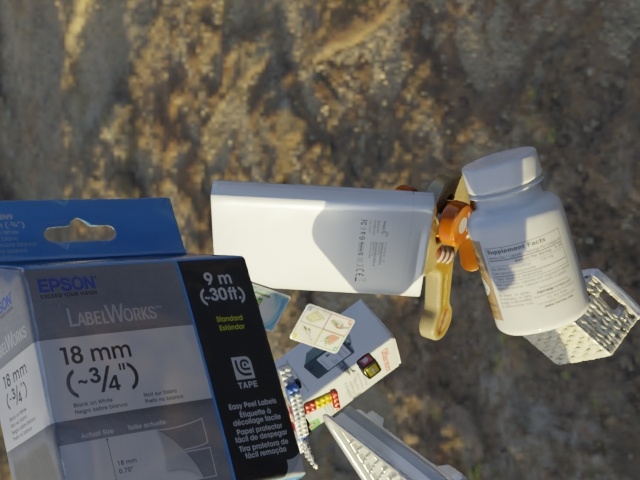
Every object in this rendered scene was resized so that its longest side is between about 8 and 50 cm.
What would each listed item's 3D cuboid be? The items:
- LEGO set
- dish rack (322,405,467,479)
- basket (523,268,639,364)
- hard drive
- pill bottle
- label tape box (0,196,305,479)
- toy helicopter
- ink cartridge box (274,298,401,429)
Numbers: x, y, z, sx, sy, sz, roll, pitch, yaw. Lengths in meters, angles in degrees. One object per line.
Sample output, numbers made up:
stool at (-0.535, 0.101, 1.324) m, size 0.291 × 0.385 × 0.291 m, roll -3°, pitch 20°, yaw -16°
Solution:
LEGO set at (-0.037, 0.161, 1.293) m, size 0.182 × 0.244 × 0.060 m, roll -61°, pitch 37°, yaw 10°
dish rack at (0.155, 0.386, 1.656) m, size 0.333 × 0.072 × 0.286 m, roll 27°, pitch 153°, yaw 56°
basket at (0.414, 0.128, 1.783) m, size 0.103 × 0.113 × 0.167 m, roll -54°, pitch 10°, yaw -22°
hard drive at (0.000, 0.000, 1.829) m, size 0.233 × 0.353 × 0.047 m, roll 93°, pitch 180°, yaw -50°
pill bottle at (0.268, -0.001, 1.472) m, size 0.131 × 0.131 × 0.229 m, roll 4°, pitch 114°, yaw 63°
label tape box at (-0.178, 0.090, 1.027) m, size 0.106 × 0.240 × 0.334 m, roll -35°, pitch 65°, yaw 46°
toy helicopter at (0.236, 0.027, 2.126) m, size 0.140 × 0.235 × 0.355 m, roll 17°, pitch 123°, yaw 27°
ink cartridge box at (0.020, 0.282, 2.390) m, size 0.121 × 0.289 × 0.211 m, roll 51°, pitch 171°, yaw 22°
